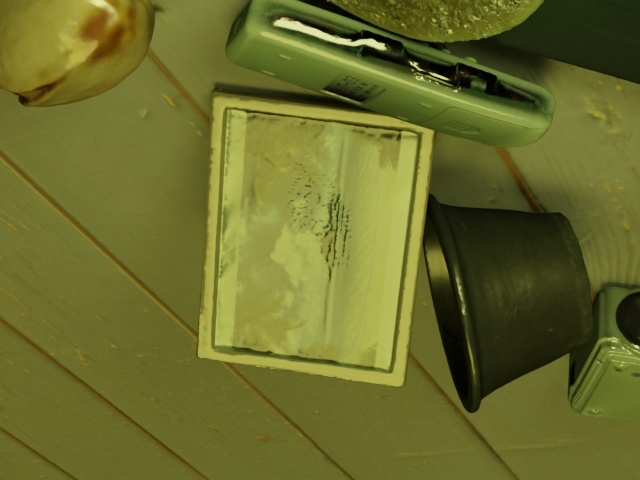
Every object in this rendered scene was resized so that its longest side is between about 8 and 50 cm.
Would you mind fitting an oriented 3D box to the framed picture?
[{"bbox_3d":[-0.009,0.002,1.444,0.232,0.024,0.315,7,118,5],"label":"framed picture"}]

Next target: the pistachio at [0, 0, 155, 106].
[{"bbox_3d":[-0.232,-0.184,1.237,0.144,0.144,0.215,29,152,-30],"label":"pistachio"}]

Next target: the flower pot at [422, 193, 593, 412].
[{"bbox_3d":[0.199,0.052,1.470,0.148,0.235,0.235,-12,149,-3],"label":"flower pot"}]

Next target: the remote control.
[{"bbox_3d":[0.066,-0.150,1.259,0.296,0.056,0.140,17,174,-11],"label":"remote control"}]

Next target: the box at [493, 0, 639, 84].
[{"bbox_3d":[0.272,-0.195,1.160,0.230,0.050,0.160,14,149,-7],"label":"box"}]

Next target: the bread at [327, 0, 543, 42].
[{"bbox_3d":[0.067,-0.248,1.093,0.267,0.040,0.267,18,150,11],"label":"bread"}]

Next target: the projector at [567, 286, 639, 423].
[{"bbox_3d":[0.436,0.151,1.647,0.256,0.099,0.192,9,148,1],"label":"projector"}]
